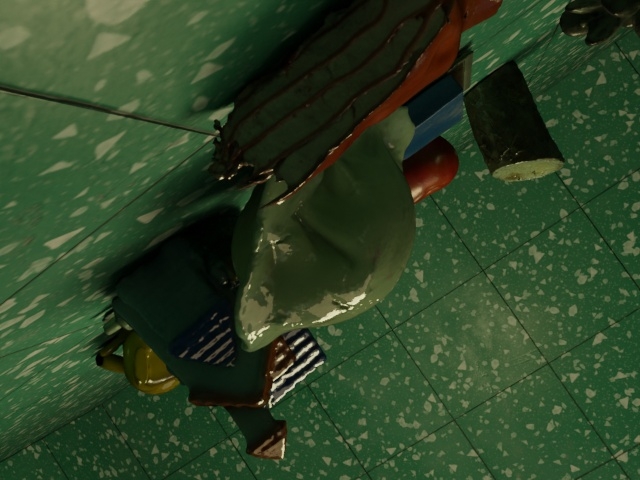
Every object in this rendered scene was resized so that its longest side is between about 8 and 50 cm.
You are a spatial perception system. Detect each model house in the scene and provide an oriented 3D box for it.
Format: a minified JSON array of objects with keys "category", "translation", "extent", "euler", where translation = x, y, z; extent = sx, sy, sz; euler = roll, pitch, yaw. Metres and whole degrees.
[{"category":"model house","translation":[-0.113,0.164,1.036],"extent":[0.252,0.329,0.295],"euler":[-35,168,-10]}]

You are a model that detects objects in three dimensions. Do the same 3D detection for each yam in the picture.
[{"category":"yam","translation":[0.404,-0.243,1.459],"extent":[0.154,0.254,0.154],"euler":[-22,174,-3]}]

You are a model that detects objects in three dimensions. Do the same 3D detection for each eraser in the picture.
[{"category":"eraser","translation":[0.176,-0.201,1.156],"extent":[0.144,0.042,0.312],"euler":[-36,176,12]}]

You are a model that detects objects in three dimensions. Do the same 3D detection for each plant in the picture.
[{"category":"plant","translation":[0.514,-0.399,1.072],"extent":[0.274,0.149,0.146],"euler":[-31,175,-10]}]

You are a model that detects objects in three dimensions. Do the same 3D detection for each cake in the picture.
[{"category":"cake","translation":[0.020,-0.138,0.553],"extent":[0.287,0.098,0.135],"euler":[-40,177,6]}]

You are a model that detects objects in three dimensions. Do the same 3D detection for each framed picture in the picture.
[{"category":"framed picture","translation":[0.160,-0.226,1.159],"extent":[0.231,0.018,0.293],"euler":[-35,176,11]}]

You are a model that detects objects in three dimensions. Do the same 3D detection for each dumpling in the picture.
[{"category":"dumpling","translation":[-0.014,-0.018,0.873],"extent":[0.270,0.320,0.212],"euler":[14,162,-37]}]

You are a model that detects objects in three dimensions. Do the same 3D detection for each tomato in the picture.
[{"category":"tomato","translation":[0.212,-0.160,1.516],"extent":[0.195,0.136,0.195],"euler":[-32,175,-3]}]

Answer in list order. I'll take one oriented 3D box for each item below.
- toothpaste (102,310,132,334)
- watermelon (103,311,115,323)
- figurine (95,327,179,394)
[{"category":"toothpaste","translation":[-0.253,0.072,1.144],"extent":[0.268,0.047,0.069],"euler":[-36,155,-6]},{"category":"watermelon","translation":[-0.307,0.116,1.236],"extent":[0.180,0.081,0.094],"euler":[-26,-162,-28]},{"category":"figurine","translation":[-0.374,0.253,1.492],"extent":[0.218,0.169,0.327],"euler":[-16,167,-22]}]
